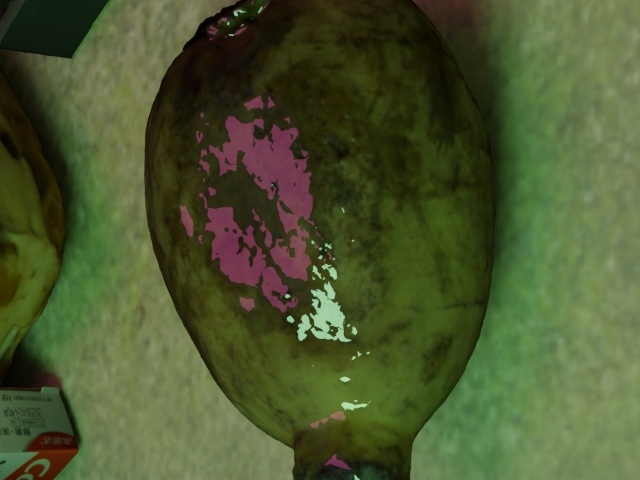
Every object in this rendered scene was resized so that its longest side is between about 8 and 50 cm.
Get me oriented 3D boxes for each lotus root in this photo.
[{"bbox_3d":[0.000,0.000,0.745,0.138,0.138,0.214,-19,72,45],"label":"lotus root"}]

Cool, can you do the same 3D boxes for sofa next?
[{"bbox_3d":[-0.123,-0.167,0.944,0.147,0.060,0.085,-52,51,30],"label":"sofa"}]

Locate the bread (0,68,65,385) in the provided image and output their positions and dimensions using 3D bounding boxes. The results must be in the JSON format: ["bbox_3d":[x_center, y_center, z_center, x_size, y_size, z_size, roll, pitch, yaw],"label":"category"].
[{"bbox_3d":[-0.221,-0.011,1.007,0.210,0.099,0.235,-52,55,32],"label":"bread"}]

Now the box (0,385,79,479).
[{"bbox_3d":[-0.198,0.149,0.989,0.218,0.055,0.039,-47,55,33],"label":"box"}]
